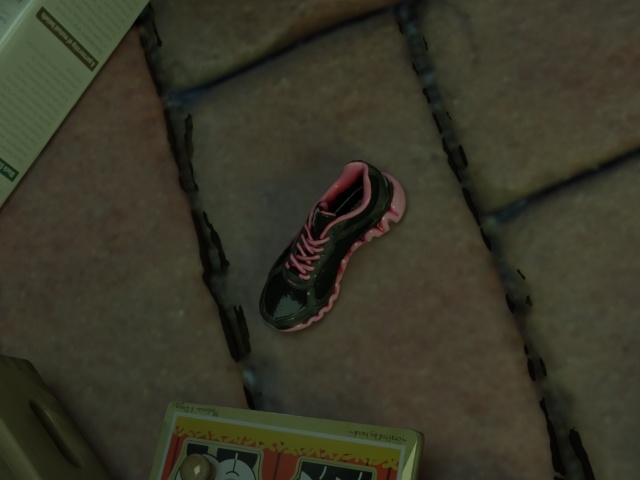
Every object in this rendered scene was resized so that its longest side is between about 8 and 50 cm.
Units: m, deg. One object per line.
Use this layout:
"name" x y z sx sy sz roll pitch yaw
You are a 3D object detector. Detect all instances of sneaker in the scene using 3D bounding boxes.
"sneaker" 0.000 0.000 0.865 0.047 0.057 0.119 35 85 25

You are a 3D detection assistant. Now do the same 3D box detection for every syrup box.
"syrup box" -0.221 -0.123 0.968 0.093 0.096 0.237 31 81 28

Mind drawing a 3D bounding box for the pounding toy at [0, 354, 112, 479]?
"pounding toy" -0.213 0.201 0.847 0.206 0.094 0.181 -44 67 9

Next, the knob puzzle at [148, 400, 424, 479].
"knob puzzle" -0.041 0.190 0.802 0.213 0.030 0.213 -10 68 27
